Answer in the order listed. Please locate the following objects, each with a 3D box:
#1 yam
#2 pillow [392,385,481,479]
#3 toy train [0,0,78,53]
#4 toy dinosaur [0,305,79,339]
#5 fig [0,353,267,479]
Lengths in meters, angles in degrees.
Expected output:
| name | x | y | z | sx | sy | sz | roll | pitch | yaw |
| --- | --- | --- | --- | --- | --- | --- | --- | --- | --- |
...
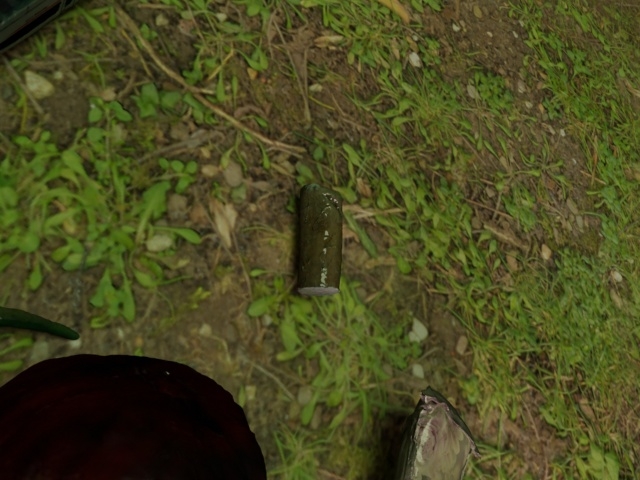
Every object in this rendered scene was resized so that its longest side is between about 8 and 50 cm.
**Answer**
| name | x | y | z | sx | sy | sz | roll | pitch | yaw |
| --- | --- | --- | --- | --- | --- | --- | --- | --- | --- |
| yam | 0.000 | 0.000 | 0.731 | 0.054 | 0.054 | 0.132 | 17 | 61 | -29 |
| pillow | 0.102 | 0.285 | 0.656 | 0.169 | 0.059 | 0.255 | 53 | 45 | -44 |
| toy train | -0.271 | -0.278 | 0.636 | 0.086 | 0.088 | 0.407 | 41 | 52 | -12 |
| toy dinosaur | -0.375 | 0.082 | 0.378 | 0.447 | 0.087 | 0.301 | 26 | 48 | -31 |
| fig | -0.155 | 0.193 | 0.428 | 0.224 | 0.224 | 0.263 | 45 | 57 | -11 |
